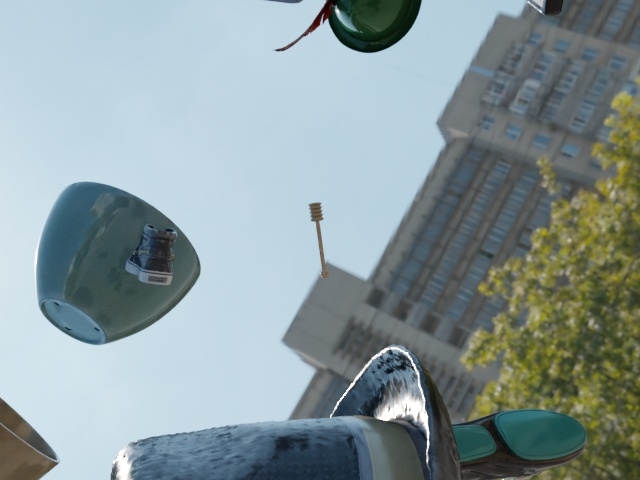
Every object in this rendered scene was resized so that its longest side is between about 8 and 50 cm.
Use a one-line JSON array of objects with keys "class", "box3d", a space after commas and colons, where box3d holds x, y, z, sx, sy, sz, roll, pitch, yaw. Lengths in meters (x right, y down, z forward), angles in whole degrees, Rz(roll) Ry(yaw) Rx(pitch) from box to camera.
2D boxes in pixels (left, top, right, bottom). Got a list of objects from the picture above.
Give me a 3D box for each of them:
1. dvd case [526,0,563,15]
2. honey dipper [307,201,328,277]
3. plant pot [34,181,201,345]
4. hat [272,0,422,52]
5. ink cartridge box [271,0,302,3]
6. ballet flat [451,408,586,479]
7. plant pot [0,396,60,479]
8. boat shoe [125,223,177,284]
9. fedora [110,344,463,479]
[{"class": "dvd case", "box3d": [0.197, -0.356, 0.925, 0.022, 0.253, 0.180, -6, -57, -13]}, {"class": "honey dipper", "box3d": [0.000, 0.000, 1.915, 0.030, 0.030, 0.161, 1, -102, -59]}, {"class": "plant pot", "box3d": [-0.383, 0.068, 1.592, 0.290, 0.290, 0.195, 77, -147, -49]}, {"class": "hat", "box3d": [0.046, -0.386, 1.400, 0.183, 0.173, 0.209, 4, -95, -62]}, {"class": "ink cartridge box", "box3d": [-0.072, -0.549, 1.218, 0.270, 0.151, 0.395, 109, 161, -47]}, {"class": "ballet flat", "box3d": [0.170, 0.212, 0.908, 0.203, 0.074, 0.074, -1, -63, -25]}, {"class": "plant pot", "box3d": [-0.525, 0.307, 1.161, 0.274, 0.256, 0.256, -49, -32, -15]}, {"class": "boat shoe", "box3d": [-0.255, 0.016, 1.396, 0.065, 0.183, 0.083, 10, -88, -21]}, {"class": "fedora", "box3d": [-0.049, 0.194, 0.477, 0.334, 0.152, 0.334, -167, 90, -82]}]
